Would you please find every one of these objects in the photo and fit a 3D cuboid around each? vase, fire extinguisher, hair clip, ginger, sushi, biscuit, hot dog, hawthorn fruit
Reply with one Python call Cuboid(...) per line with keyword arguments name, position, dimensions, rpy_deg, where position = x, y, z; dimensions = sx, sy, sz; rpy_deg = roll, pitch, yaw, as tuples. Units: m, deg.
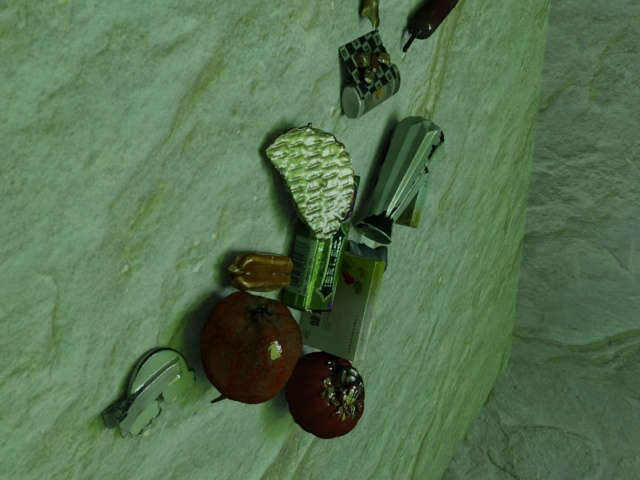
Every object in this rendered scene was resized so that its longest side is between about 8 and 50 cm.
Cuboid(name="vase", position=(0.223, -0.170, 1.908), dimensions=(0.360, 0.165, 0.165), rpy_deg=(-63, 149, -13))
Cuboid(name="fire extinguisher", position=(0.310, -0.631, 1.927), dimensions=(0.267, 0.072, 0.089), rpy_deg=(-53, -179, -34))
Cuboid(name="hair clip", position=(-0.314, 0.281, 1.273), dimensions=(0.220, 0.054, 0.140), rpy_deg=(-43, 134, -47))
Cuboid(name="ginger", position=(0.124, -0.585, 1.647), dimensions=(0.057, 0.044, 0.137), rpy_deg=(1, 98, -30))
Cuboid(name="sushi", position=(0.135, -0.446, 1.681), dimensions=(0.201, 0.031, 0.139), rpy_deg=(-42, 111, -45))
Cuboid(name="biscuit", position=(-0.005, -0.144, 1.515), dimensions=(0.187, 0.036, 0.273), rpy_deg=(-38, 119, -20))
Cuboid(name="hot dog", position=(-0.133, 0.067, 1.474), dimensions=(0.236, 0.062, 0.092), rpy_deg=(15, 90, -64))
Cuboid(name="hawthorn fruit", position=(-0.156, 0.240, 1.396), dimensions=(0.210, 0.210, 0.262), rpy_deg=(-24, 144, -55))

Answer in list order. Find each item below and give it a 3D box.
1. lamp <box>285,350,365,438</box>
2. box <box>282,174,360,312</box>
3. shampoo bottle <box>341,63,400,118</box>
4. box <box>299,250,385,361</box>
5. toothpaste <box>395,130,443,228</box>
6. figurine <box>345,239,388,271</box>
Cuboid(name="lamp", position=(0.019, 0.392, 1.734), dimensions=(0.227, 0.227, 0.226), rpy_deg=(-34, 131, -50))
Cuboid(name="box", position=(0.000, 0.000, 1.640), dimensions=(0.134, 0.097, 0.345), rpy_deg=(5, 98, -45))
Cuboid(name="shampoo bottle", position=(0.133, -0.386, 1.736), dimensions=(0.227, 0.056, 0.086), rpy_deg=(-40, 133, -47))
Cuboid(name="box", position=(0.050, 0.158, 1.720), dimensions=(0.062, 0.175, 0.260), rpy_deg=(1, 102, -60))
Cuboid(name="toothpaste", position=(0.292, -0.197, 2.073), dimensions=(0.071, 0.089, 0.312), rpy_deg=(15, 90, -56))
Cuboid(name="figurine", position=(0.091, 0.128, 1.825), dimensions=(0.193, 0.140, 0.265), rpy_deg=(21, 60, -43))
